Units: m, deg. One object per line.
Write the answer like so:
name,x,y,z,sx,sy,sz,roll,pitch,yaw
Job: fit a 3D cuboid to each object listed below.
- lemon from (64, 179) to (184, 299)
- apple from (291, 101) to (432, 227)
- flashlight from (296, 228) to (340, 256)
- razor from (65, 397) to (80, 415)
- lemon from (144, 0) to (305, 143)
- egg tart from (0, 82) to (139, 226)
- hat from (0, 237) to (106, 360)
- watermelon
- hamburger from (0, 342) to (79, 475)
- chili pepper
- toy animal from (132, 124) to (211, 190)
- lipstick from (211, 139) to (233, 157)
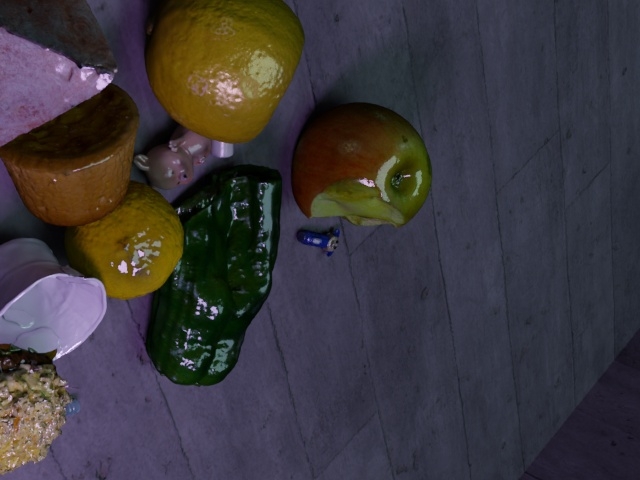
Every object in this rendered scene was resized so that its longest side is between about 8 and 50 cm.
lemon,-0.285,-0.002,1.842,0.180,0.193,0.181,6,73,-22
apple,0.077,-0.118,2.244,0.246,0.226,0.246,-27,127,-41
flashlight,0.000,0.000,2.375,0.121,0.035,0.057,12,100,-56
razor,-0.456,0.286,1.919,0.232,0.068,0.106,-19,125,-55
lemon,-0.154,-0.274,1.850,0.219,0.240,0.240,26,88,-17
egg tart,-0.341,-0.112,1.721,0.202,0.202,0.147,-39,146,-34
hat,-0.409,0.078,1.766,0.203,0.126,0.203,-29,149,-19
watermelon,-0.389,-0.215,1.560,0.283,0.292,0.250,-37,165,-37
hamburger,-0.453,0.243,1.686,0.262,0.139,0.243,-45,154,20
chili pepper,-0.167,0.061,2.070,0.213,0.167,0.385,3,105,-56
toy animal,-0.221,-0.132,1.973,0.150,0.089,0.083,-40,117,-28
lipstick,-0.158,-0.201,2.042,0.038,0.038,0.131,-26,129,-44
